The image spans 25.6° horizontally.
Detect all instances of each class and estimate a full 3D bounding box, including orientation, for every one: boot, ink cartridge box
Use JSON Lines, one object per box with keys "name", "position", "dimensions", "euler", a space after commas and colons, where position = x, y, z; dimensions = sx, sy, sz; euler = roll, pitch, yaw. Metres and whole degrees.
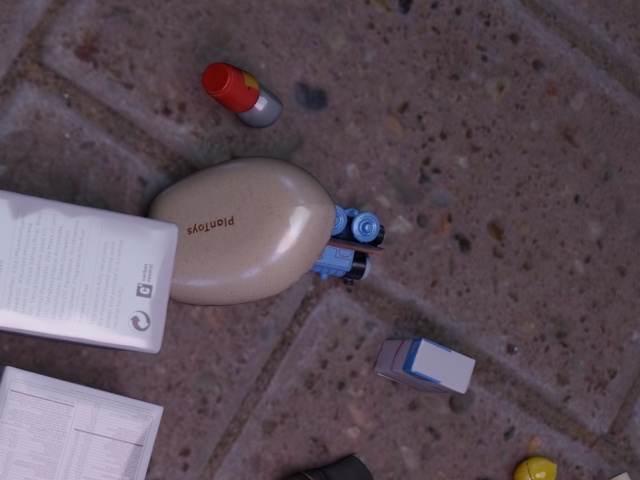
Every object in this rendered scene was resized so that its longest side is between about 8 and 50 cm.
{"name": "boot", "position": [0.048, 0.384, 1.884], "dimensions": [0.137, 0.077, 0.197], "euler": [-17, 78, -47]}
{"name": "ink cartridge box", "position": [0.142, 0.173, 1.942], "dimensions": [0.089, 0.122, 0.052], "euler": [24, 75, -19]}

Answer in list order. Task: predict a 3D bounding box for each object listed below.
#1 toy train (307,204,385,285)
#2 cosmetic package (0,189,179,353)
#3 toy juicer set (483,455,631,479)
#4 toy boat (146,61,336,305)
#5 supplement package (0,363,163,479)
{"name": "toy train", "position": [0.000, 0.000, 1.920], "dimensions": [0.184, 0.080, 0.105], "euler": [12, 92, -23]}
{"name": "cosmetic package", "position": [-0.422, 0.022, 1.668], "dimensions": [0.453, 0.230, 0.161], "euler": [11, 83, -22]}
{"name": "toy juicer set", "position": [0.347, 0.417, 2.037], "dimensions": [0.329, 0.089, 0.209], "euler": [-1, 75, -14]}
{"name": "toy boat", "position": [-0.097, -0.071, 1.829], "dimensions": [0.148, 0.268, 0.318], "euler": [26, 60, -61]}
{"name": "supplement package", "position": [-0.338, 0.297, 1.702], "dimensions": [0.198, 0.199, 0.262], "euler": [17, 81, -19]}
